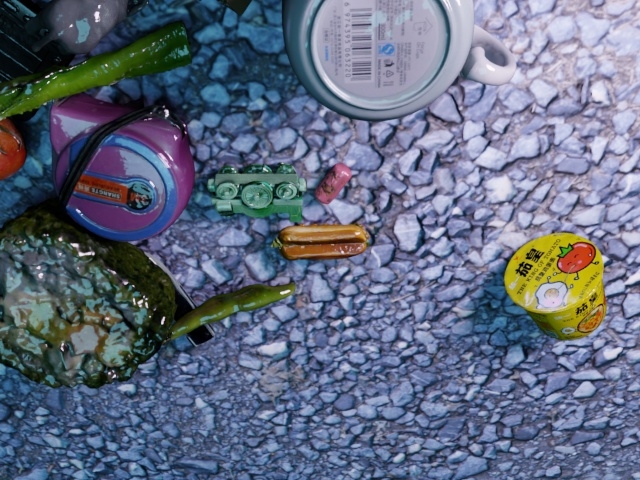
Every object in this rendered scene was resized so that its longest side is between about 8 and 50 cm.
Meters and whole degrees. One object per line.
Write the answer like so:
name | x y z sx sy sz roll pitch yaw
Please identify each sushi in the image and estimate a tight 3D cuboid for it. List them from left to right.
sushi | -0.457 0.112 1.210 0.352 0.178 0.294 40 103 -12

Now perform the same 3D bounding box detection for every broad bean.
broad bean | -0.189 0.133 1.331 0.297 0.060 0.043 -20 146 -7

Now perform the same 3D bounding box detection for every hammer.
hammer | 0.022 -0.103 1.206 0.043 0.043 0.083 28 122 -19

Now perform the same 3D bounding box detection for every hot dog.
hot dog | 0.000 0.000 1.268 0.188 0.055 0.072 -1 122 0

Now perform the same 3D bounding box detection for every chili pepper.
chili pepper | -0.359 -0.236 1.003 0.359 0.076 0.085 -29 153 -16

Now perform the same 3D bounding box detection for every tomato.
tomato | -0.580 -0.152 1.090 0.167 0.167 0.167 -1 125 -1

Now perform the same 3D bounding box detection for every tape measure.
tape measure | -0.328 -0.127 1.124 0.231 0.149 0.245 12 117 -6

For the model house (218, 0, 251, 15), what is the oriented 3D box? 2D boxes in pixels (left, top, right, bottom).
model house | -0.178 -0.452 0.883 0.248 0.176 0.181 34 91 9

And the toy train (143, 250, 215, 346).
toy train | -0.300 0.107 1.346 0.055 0.048 0.252 -25 116 11

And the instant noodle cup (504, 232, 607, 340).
instant noodle cup | 0.465 0.100 1.284 0.182 0.182 0.144 -26 130 16

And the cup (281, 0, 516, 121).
cup | 0.117 -0.299 0.925 0.357 0.274 0.259 19 123 -13

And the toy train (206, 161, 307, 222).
toy train | -0.113 -0.084 1.201 0.178 0.071 0.104 -1 136 -2

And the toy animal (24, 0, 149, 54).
toy animal | -0.308 -0.354 0.972 0.269 0.137 0.082 -45 120 -19

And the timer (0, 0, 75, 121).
timer | -0.482 -0.294 1.055 0.144 0.055 0.187 37 121 -22
